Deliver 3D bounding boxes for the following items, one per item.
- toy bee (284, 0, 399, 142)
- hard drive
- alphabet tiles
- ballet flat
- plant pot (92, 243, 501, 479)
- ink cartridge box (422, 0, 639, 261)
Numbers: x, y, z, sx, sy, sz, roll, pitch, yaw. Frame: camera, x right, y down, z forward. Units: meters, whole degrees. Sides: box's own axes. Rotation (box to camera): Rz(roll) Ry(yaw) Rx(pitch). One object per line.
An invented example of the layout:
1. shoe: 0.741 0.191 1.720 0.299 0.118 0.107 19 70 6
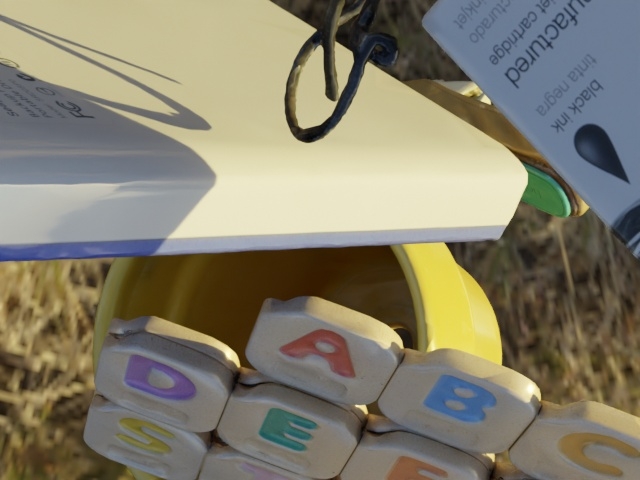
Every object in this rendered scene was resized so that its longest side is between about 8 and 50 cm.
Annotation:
1. toy bee: 0.104 -0.174 0.677 0.162 0.195 0.298 14 116 -20
2. hard drive: -0.093 -0.059 0.713 0.318 0.210 0.040 -2 121 -51
3. alphabet tiles: 0.034 0.112 0.848 0.284 0.021 0.278 21 152 -2
4. ballet flat: 0.126 -0.081 1.472 0.073 0.232 0.080 -46 140 -21
5. plant pot: 0.009 0.076 1.358 0.254 0.239 0.254 -2 86 27
6. ink cartridge box: 0.155 -0.046 0.553 0.203 0.086 0.148 48 122 11
